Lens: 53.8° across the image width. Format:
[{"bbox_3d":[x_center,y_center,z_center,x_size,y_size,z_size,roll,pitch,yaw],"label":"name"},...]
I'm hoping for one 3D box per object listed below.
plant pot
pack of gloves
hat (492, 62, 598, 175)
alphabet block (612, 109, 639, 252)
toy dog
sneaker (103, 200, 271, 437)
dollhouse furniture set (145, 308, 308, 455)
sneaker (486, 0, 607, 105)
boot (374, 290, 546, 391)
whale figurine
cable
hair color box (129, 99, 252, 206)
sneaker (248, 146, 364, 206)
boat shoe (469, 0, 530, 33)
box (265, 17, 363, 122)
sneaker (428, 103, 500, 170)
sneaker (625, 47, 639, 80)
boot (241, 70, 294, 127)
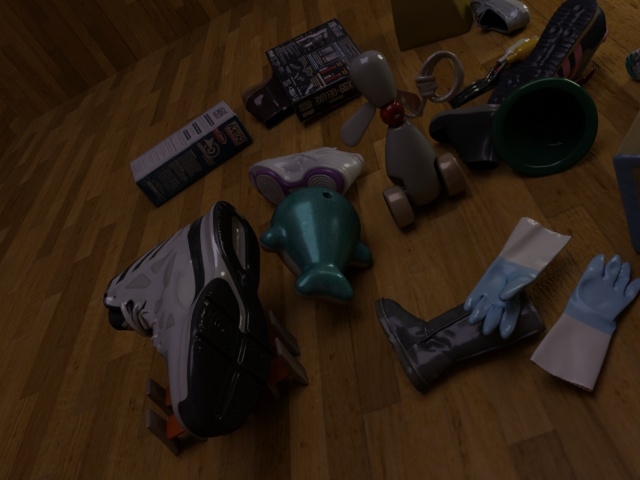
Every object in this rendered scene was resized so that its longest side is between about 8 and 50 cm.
[{"bbox_3d":[0.310,-0.694,1.779,0.212,0.187,0.212,-6,41,34],"label":"plant pot"},{"bbox_3d":[0.323,0.065,0.870,0.195,0.046,0.232,25,56,27],"label":"pack of gloves"},{"bbox_3d":[0.447,-0.221,1.202,0.208,0.173,0.183,-24,-2,27],"label":"hat"},{"bbox_3d":[0.538,-0.102,0.849,0.193,0.192,0.197,12,53,44],"label":"alphabet block"},{"bbox_3d":[0.154,-0.198,1.216,0.220,0.334,0.161,-8,16,-6],"label":"toy dog"},{"bbox_3d":[-0.230,0.149,1.025,0.257,0.169,0.448,-28,37,18],"label":"sneaker"},{"bbox_3d":[-0.184,0.198,1.104,0.262,0.135,0.259,-29,34,5],"label":"dollhouse furniture set"},{"bbox_3d":[0.466,-0.327,1.280,0.319,0.131,0.112,-51,44,12],"label":"sneaker"},{"bbox_3d":[0.203,0.113,0.953,0.208,0.076,0.190,-35,47,8],"label":"boot"},{"bbox_3d":[0.000,0.000,1.151,0.216,0.141,0.272,11,31,-13],"label":"whale figurine"},{"bbox_3d":[0.359,-0.356,1.350,0.287,0.072,0.139,-29,5,-22],"label":"cable"},{"bbox_3d":[-0.387,-0.262,1.875,0.347,0.105,0.174,-35,34,-2],"label":"hair color box"},{"bbox_3d":[-0.033,-0.152,1.473,0.305,0.114,0.152,5,35,37],"label":"sneaker"},{"bbox_3d":[0.443,-0.589,1.636,0.081,0.079,0.227,-32,37,-6],"label":"boat shoe"},{"bbox_3d":[-0.005,-0.497,1.814,0.242,0.077,0.308,-26,47,0],"label":"box"},{"bbox_3d":[0.284,-0.199,1.276,0.222,0.083,0.118,0,75,65],"label":"sneaker"},{"bbox_3d":[0.633,-0.356,1.154,0.076,0.065,0.166,-24,-4,-8],"label":"sneaker"},{"bbox_3d":[-0.108,-0.449,1.933,0.248,0.090,0.207,-34,47,-8],"label":"boot"}]
